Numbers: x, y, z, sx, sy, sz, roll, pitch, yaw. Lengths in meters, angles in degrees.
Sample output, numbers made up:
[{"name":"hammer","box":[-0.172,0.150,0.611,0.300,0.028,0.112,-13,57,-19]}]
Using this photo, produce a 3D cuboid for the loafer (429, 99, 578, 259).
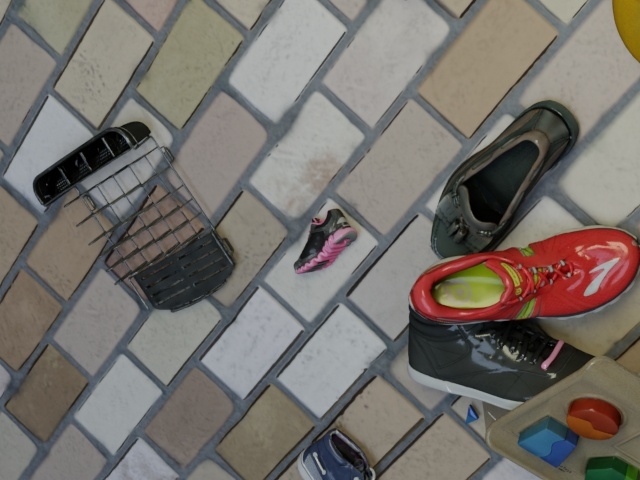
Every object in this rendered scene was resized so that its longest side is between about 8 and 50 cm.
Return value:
[{"name":"loafer","box":[0.200,-0.060,1.901,0.096,0.084,0.267,42,130,5]}]

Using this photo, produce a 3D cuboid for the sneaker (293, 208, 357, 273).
[{"name":"sneaker","box":[0.000,0.000,2.095,0.119,0.047,0.057,-43,67,40]}]

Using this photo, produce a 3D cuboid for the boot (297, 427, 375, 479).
[{"name":"boot","box":[0.051,0.353,2.235,0.190,0.069,0.086,47,133,4]}]

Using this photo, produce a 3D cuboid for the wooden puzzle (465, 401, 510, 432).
[{"name":"wooden puzzle","box":[0.245,0.224,2.080,0.116,0.014,0.078,13,117,26]}]

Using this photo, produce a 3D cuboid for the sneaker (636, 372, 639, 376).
[{"name":"sneaker","box":[0.420,0.202,1.922,0.208,0.081,0.094,-14,116,43]}]

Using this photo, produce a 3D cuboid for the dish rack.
[{"name":"dish rack","box":[-0.250,-0.021,2.215,0.208,0.074,0.271,-28,99,40]}]

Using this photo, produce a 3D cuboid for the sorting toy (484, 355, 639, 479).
[{"name":"sorting toy","box":[0.378,0.268,1.919,0.307,0.041,0.229,31,138,-14]}]

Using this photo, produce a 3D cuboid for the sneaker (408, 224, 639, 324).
[{"name":"sneaker","box":[0.240,0.051,1.870,0.279,0.118,0.107,-14,86,11]}]

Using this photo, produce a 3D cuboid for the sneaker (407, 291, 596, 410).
[{"name":"sneaker","box":[0.225,0.119,1.971,0.296,0.104,0.147,8,124,34]}]

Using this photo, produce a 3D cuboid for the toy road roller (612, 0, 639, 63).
[{"name":"toy road roller","box":[0.337,-0.306,1.609,0.330,0.202,0.240,26,137,16]}]
